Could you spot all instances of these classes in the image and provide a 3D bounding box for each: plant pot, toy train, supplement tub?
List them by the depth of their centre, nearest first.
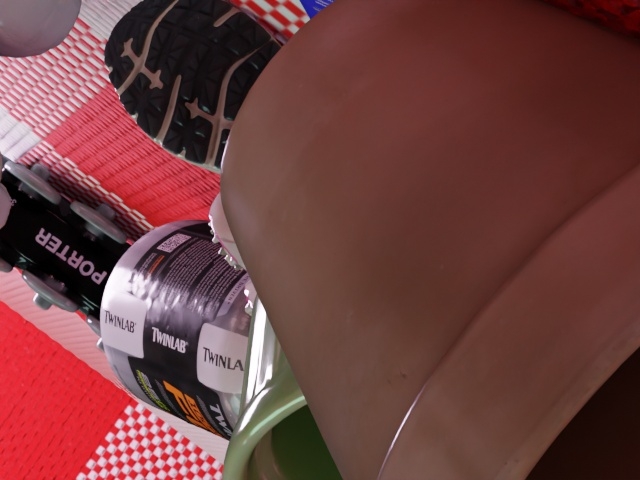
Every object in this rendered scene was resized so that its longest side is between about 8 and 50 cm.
[{"bbox_3d":[0.101,0.018,0.902,0.280,0.323,0.323,45,174,33],"label":"plant pot"},{"bbox_3d":[-0.054,0.092,1.664,0.193,0.193,0.316,43,164,-30],"label":"supplement tub"},{"bbox_3d":[-0.283,0.019,2.114,0.334,0.142,0.190,34,178,-3],"label":"toy train"}]

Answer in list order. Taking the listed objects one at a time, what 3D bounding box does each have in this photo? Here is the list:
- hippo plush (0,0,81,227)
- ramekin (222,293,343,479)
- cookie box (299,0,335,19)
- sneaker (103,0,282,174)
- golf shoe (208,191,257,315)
[{"bbox_3d":[-0.314,-0.161,1.348,0.294,0.236,0.234,33,168,-20],"label":"hippo plush"},{"bbox_3d":[0.089,0.100,1.185,0.303,0.148,0.303,0,142,0],"label":"ramekin"},{"bbox_3d":[0.021,-0.149,0.998,0.092,0.040,0.107,26,164,31],"label":"cookie box"},{"bbox_3d":[-0.027,-0.065,1.262,0.283,0.110,0.122,33,169,11],"label":"sneaker"},{"bbox_3d":[0.000,0.000,1.427,0.115,0.140,0.306,38,-172,-26],"label":"golf shoe"}]
